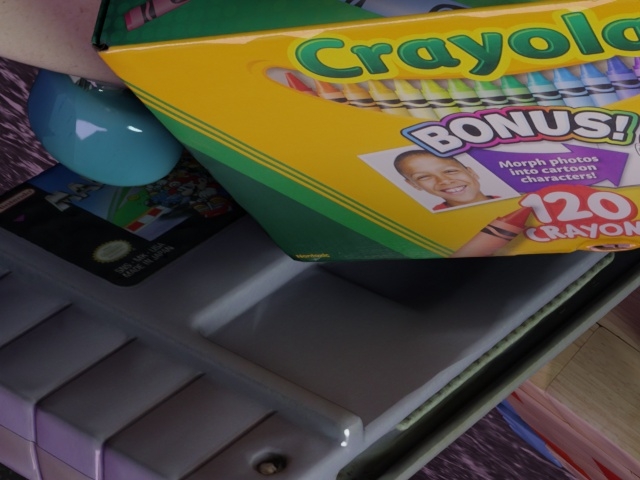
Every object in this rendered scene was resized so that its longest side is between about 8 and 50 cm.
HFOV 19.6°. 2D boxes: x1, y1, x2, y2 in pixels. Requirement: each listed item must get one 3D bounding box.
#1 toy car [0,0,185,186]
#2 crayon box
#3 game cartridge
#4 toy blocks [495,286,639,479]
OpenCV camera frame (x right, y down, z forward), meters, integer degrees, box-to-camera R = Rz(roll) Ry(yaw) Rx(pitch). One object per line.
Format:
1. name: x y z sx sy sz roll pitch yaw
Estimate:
1. toy car: -0.116 -0.188 0.786 0.210 0.219 0.238 11 -138 -25
2. crayon box: 0.083 -0.068 0.653 0.278 0.081 0.165 -3 151 27
3. game cartridge: 0.000 0.000 0.823 0.230 0.355 0.068 28 133 29
4. toy blocks: 0.181 0.090 1.128 0.261 0.191 0.381 37 174 35
